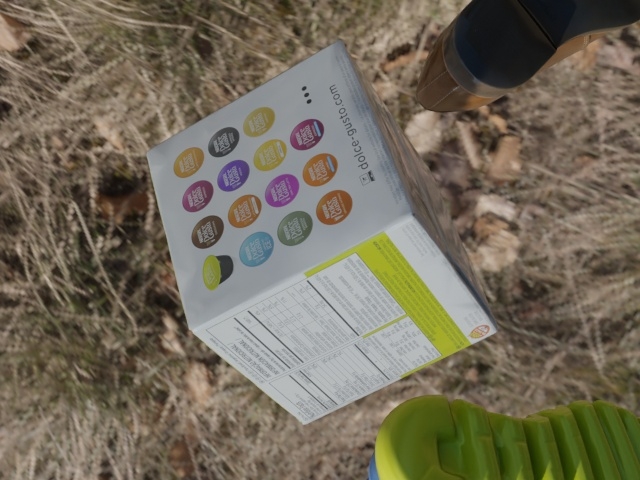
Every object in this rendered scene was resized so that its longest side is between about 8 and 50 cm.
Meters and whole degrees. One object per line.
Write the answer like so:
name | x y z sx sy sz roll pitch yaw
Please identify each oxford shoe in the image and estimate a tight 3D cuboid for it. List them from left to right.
oxford shoe | 0.136 -0.142 0.721 0.212 0.076 0.076 -32 88 -31

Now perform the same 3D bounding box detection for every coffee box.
coffee box | 0.000 0.000 1.652 0.334 0.337 0.338 -28 141 12

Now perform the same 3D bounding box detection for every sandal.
sandal | 0.159 0.198 0.915 0.317 0.126 0.138 14 142 -23
